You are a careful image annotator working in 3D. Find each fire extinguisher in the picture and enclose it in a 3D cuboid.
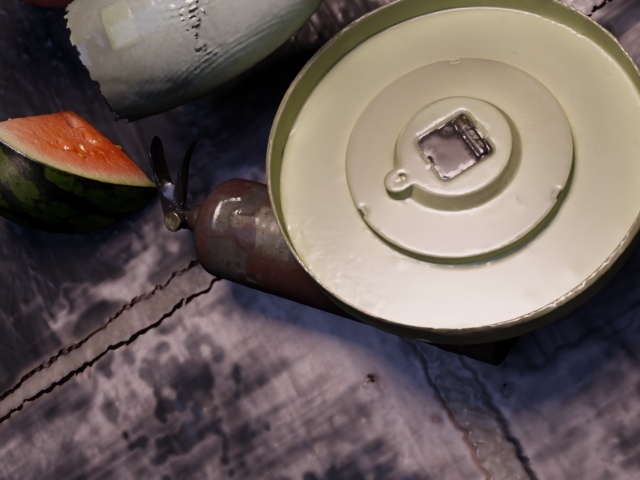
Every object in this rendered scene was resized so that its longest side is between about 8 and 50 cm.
[{"bbox_3d":[0.000,0.000,0.702,0.268,0.072,0.089,16,115,24],"label":"fire extinguisher"}]

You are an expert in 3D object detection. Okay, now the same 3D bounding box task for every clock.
[{"bbox_3d":[0.082,-0.052,0.647,0.235,0.029,0.235,-7,65,14],"label":"clock"}]

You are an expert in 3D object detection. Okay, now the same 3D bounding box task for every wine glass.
[{"bbox_3d":[-0.023,-0.191,0.583,0.309,0.264,0.096,-23,73,8],"label":"wine glass"}]

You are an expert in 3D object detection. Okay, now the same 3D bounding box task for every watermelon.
[{"bbox_3d":[-0.185,-0.054,0.803,0.135,0.125,0.094,8,58,-3],"label":"watermelon"}]

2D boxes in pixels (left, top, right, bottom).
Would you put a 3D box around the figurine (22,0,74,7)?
[{"bbox_3d":[-0.180,-0.241,0.742,0.173,0.173,0.173,-1,87,24],"label":"figurine"}]
